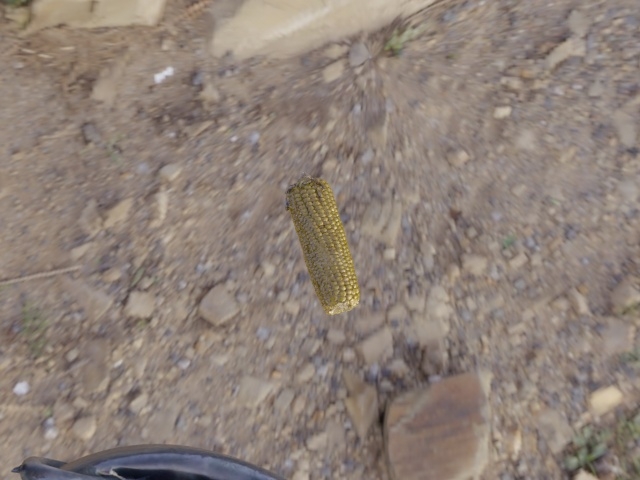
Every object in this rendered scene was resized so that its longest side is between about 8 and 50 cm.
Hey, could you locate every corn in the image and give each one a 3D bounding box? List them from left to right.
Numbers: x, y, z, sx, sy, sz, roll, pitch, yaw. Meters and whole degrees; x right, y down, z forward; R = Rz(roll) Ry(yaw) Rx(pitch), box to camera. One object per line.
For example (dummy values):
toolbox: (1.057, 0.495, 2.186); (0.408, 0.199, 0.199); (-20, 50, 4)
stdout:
corn: (0.000, 0.000, 0.718); (0.028, 0.027, 0.083); (-21, 69, 15)

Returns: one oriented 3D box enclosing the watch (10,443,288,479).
watch: (-0.056, 0.170, 0.517); (0.193, 0.068, 0.206); (-43, 94, -14)
